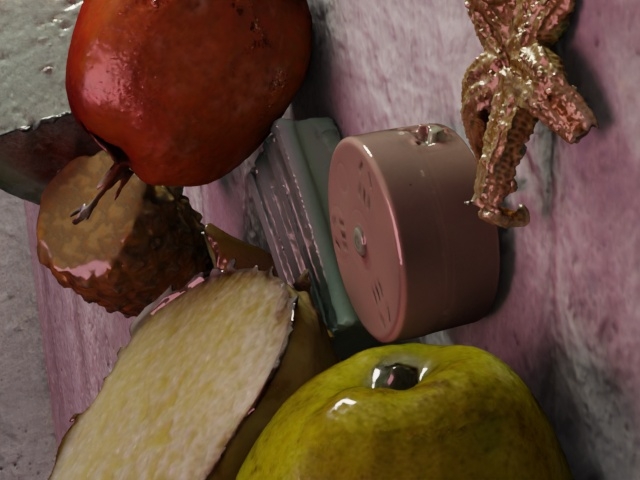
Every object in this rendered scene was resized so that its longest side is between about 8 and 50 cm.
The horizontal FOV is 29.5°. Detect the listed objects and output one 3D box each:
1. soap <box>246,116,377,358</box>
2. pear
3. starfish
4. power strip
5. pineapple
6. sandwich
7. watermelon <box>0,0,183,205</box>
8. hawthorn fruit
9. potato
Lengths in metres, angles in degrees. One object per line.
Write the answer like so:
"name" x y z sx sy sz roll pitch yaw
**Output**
"soap" 0.000 0.000 1.069 0.114 0.063 0.198 126 130 -61
"pear" 0.050 0.215 0.770 0.253 0.252 0.307 -144 45 -62
"starfish" 0.116 -0.109 0.733 0.150 0.053 0.210 57 148 37
"power strip" 0.062 -0.008 0.869 0.154 0.078 0.154 169 90 -75
"pineapple" -0.162 0.032 1.310 0.340 0.169 0.169 44 -160 -58
"sandwich" -0.042 0.099 1.186 0.094 0.096 0.258 127 129 -70
"watermelon" -0.237 -0.176 1.286 0.258 0.387 0.228 -30 51 31
"hawthorn fruit" -0.135 -0.139 1.083 0.299 0.211 0.211 -59 21 -8
"potato" -0.055 0.196 0.994 0.288 0.237 0.301 -2 53 55
